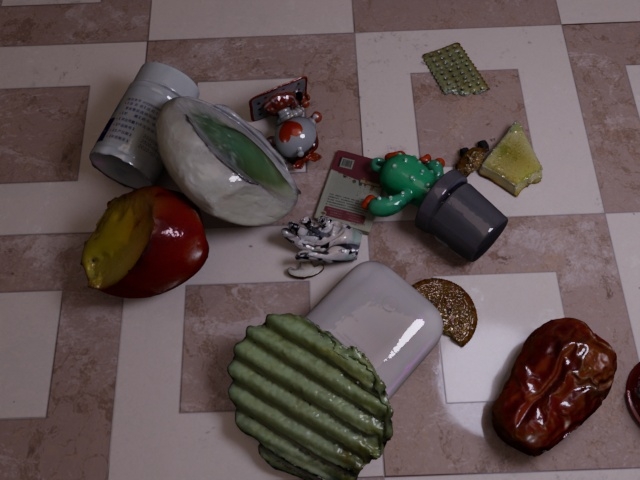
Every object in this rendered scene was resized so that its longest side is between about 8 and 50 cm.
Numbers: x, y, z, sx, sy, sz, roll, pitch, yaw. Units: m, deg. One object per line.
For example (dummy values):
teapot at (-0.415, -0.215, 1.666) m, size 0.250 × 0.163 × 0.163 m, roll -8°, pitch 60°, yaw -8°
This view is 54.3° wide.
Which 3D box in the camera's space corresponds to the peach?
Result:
peach at (-0.457, 0.010, 1.583) m, size 0.337 × 0.281 × 0.281 m, roll -15°, pitch 68°, yaw -5°

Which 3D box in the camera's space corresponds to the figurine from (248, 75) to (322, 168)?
figurine at (-0.074, -0.315, 1.790) m, size 0.183 × 0.160 × 0.226 m, roll -25°, pitch 78°, yaw -8°

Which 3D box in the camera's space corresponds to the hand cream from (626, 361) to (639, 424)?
hand cream at (0.864, 0.364, 1.478) m, size 0.230 × 0.149 × 0.231 m, roll 1°, pitch 68°, yaw -2°

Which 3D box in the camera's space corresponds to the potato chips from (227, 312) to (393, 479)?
potato chips at (-0.038, 0.377, 1.451) m, size 0.429 × 0.070 × 0.359 m, roll 28°, pitch 101°, yaw 17°

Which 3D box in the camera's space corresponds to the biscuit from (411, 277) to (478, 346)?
biscuit at (0.335, 0.170, 1.633) m, size 0.126 × 0.025 × 0.206 m, roll -39°, pitch 72°, yaw -14°

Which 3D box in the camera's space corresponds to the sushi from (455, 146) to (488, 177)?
sushi at (0.426, -0.218, 1.762) m, size 0.061 × 0.118 × 0.060 m, roll 9°, pitch 35°, yaw -32°

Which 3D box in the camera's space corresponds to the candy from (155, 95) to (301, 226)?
candy at (-0.267, -0.212, 1.656) m, size 0.186 × 0.386 × 0.427 m, roll -44°, pitch 69°, yaw 26°

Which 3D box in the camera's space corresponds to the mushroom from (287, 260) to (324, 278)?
mushroom at (-0.039, 0.080, 1.681) m, size 0.101 × 0.019 × 0.049 m, roll -6°, pitch 68°, yaw -4°

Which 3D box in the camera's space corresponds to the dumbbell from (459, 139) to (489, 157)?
dumbbell at (0.445, -0.261, 1.805) m, size 0.083 × 0.036 × 0.040 m, roll -23°, pitch 69°, yaw -8°

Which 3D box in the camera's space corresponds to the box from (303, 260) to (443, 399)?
box at (0.112, 0.237, 1.547) m, size 0.288 × 0.141 × 0.349 m, roll 41°, pitch 74°, yaw 15°

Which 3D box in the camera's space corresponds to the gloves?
gloves at (0.001, -0.002, 1.671) m, size 0.212 × 0.111 × 0.128 m, roll 13°, pitch 92°, yaw 3°

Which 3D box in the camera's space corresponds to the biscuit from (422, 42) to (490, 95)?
biscuit at (0.413, -0.520, 1.925) m, size 0.143 × 0.016 × 0.203 m, roll -20°, pitch 68°, yaw -7°

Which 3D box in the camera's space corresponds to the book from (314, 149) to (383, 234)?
book at (0.093, -0.140, 1.769) m, size 0.162 × 0.022 × 0.232 m, roll 15°, pitch 69°, yaw 9°

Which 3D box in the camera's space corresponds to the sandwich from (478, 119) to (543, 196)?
sandwich at (0.569, -0.228, 1.780) m, size 0.162 × 0.058 × 0.193 m, roll 35°, pitch 70°, yaw 12°

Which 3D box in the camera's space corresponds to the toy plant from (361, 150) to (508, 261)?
toy plant at (0.291, -0.114, 1.671) m, size 0.279 × 0.185 × 0.400 m, roll -45°, pitch 68°, yaw -7°

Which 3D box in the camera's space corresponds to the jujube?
jujube at (0.542, 0.343, 1.477) m, size 0.216 × 0.216 × 0.342 m, roll 36°, pitch 84°, yaw 15°

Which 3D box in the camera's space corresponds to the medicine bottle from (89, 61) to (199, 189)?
medicine bottle at (-0.491, -0.327, 1.767) m, size 0.189 × 0.190 × 0.332 m, roll 19°, pitch 69°, yaw 9°
